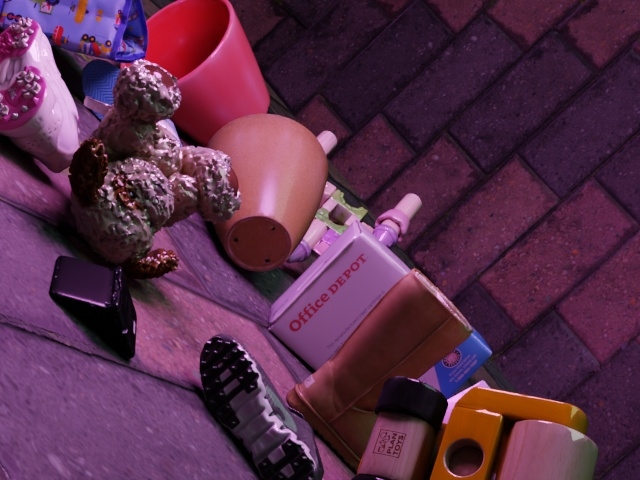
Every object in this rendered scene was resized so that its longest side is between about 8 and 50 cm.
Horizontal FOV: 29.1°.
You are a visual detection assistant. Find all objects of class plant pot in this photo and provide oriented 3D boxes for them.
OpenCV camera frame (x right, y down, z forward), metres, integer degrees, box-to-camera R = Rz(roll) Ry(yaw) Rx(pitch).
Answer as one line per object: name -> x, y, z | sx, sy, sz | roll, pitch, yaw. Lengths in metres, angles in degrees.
plant pot -> -0.103, -0.064, 2.206 | 0.237, 0.237, 0.254 | 43, 24, -25
plant pot -> -0.245, -0.341, 2.604 | 0.243, 0.275, 0.275 | 53, 3, -43

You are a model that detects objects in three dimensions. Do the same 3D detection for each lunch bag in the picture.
lunch bag -> -0.423, -0.392, 2.165 | 0.220, 0.138, 0.293 | 16, 1, 0

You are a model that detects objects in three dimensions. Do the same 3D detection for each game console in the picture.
game console -> -0.263, 0.077, 1.442 | 0.122, 0.071, 0.107 | -107, -177, -68

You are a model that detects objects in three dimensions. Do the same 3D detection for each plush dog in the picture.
plush dog -> -0.257, -0.073, 1.630 | 0.262, 0.210, 0.225 | 58, 31, -31

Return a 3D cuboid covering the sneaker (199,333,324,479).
sneaker -> -0.070, 0.220, 1.528 | 0.234, 0.078, 0.106 | 54, 8, 19

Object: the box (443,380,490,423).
box -> 0.259, 0.379, 1.900 | 0.213, 0.117, 0.243 | 53, -20, 32

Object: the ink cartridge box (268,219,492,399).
ink cartridge box -> 0.096, 0.152, 2.070 | 0.307, 0.223, 0.129 | 43, 8, -10

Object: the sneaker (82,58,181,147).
sneaker -> -0.340, -0.223, 2.187 | 0.229, 0.087, 0.092 | 51, -2, -13

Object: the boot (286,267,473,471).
boot -> 0.118, 0.211, 1.801 | 0.236, 0.269, 0.089 | 44, 10, -20

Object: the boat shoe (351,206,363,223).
boat shoe -> 0.041, -0.006, 2.886 | 0.340, 0.127, 0.113 | 6, 64, -80

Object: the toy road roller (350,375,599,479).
toy road roller -> 0.205, 0.331, 1.640 | 0.329, 0.203, 0.241 | 6, -30, 27

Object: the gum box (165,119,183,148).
gum box -> -0.343, -0.236, 2.320 | 0.184, 0.041, 0.157 | 43, 10, -31

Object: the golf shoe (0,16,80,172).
golf shoe -> -0.408, -0.204, 1.736 | 0.140, 0.115, 0.306 | 53, 10, -38

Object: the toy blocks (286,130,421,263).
toy blocks -> 0.000, 0.000, 2.508 | 0.288, 0.309, 0.260 | 36, 41, 4
